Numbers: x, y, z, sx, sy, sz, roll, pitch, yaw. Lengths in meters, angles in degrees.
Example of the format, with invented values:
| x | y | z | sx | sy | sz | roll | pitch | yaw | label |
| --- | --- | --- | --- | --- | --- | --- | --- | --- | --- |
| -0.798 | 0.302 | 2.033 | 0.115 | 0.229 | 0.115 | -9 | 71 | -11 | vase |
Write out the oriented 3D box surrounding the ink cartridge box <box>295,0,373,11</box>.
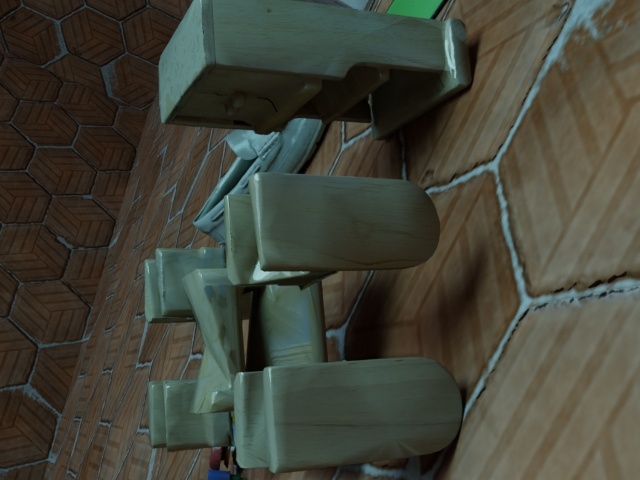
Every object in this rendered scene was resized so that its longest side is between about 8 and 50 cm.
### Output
| x | y | z | sx | sy | sz | roll | pitch | yaw | label |
| --- | --- | --- | --- | --- | --- | --- | --- | --- | --- |
| -0.006 | -0.397 | 1.201 | 0.086 | 0.148 | 0.203 | -64 | 20 | 5 | ink cartridge box |

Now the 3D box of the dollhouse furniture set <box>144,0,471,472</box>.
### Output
| x | y | z | sx | sy | sz | roll | pitch | yaw | label |
| --- | --- | --- | --- | --- | --- | --- | --- | --- | --- |
| 0.000 | 0.000 | 0.759 | 0.362 | 0.256 | 0.394 | 154 | 114 | -63 | dollhouse furniture set |

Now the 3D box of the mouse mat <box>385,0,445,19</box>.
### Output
| x | y | z | sx | sy | sz | roll | pitch | yaw | label |
| --- | --- | --- | --- | --- | --- | --- | --- | --- | --- |
| 0.120 | -0.290 | 0.963 | 0.189 | 0.007 | 0.152 | -52 | 25 | 35 | mouse mat |

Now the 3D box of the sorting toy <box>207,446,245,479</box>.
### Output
| x | y | z | sx | sy | sz | roll | pitch | yaw | label |
| --- | --- | --- | --- | --- | --- | --- | --- | --- | --- |
| -0.107 | 0.267 | 0.928 | 0.061 | 0.042 | 0.102 | 136 | 141 | -81 | sorting toy |

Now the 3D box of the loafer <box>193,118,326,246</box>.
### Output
| x | y | z | sx | sy | sz | roll | pitch | yaw | label |
| --- | --- | --- | --- | --- | --- | --- | --- | --- | --- |
| -0.077 | -0.130 | 1.153 | 0.319 | 0.111 | 0.112 | -63 | 20 | 15 | loafer |
